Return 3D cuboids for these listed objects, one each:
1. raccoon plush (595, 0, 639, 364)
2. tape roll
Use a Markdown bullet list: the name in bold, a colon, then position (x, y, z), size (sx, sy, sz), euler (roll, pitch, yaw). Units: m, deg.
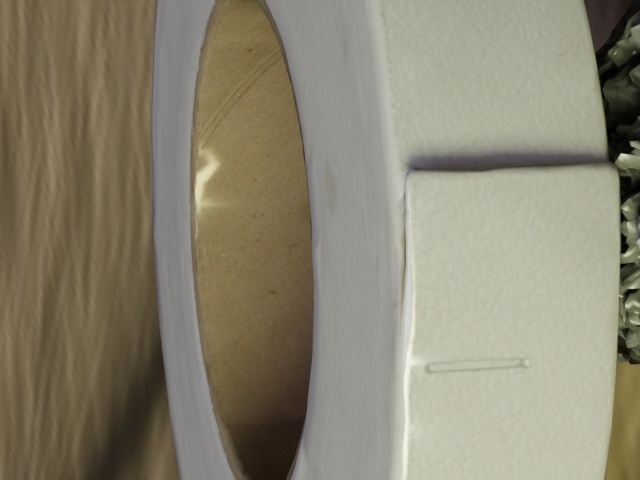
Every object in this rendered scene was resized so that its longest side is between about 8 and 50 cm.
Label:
- **raccoon plush**: position (0.131, -0.109, 0.492), size (0.446, 0.216, 0.299), euler (-11, 85, 45)
- **tape roll**: position (0.000, 0.000, 0.596), size (0.392, 0.072, 0.392), euler (177, 90, -73)
